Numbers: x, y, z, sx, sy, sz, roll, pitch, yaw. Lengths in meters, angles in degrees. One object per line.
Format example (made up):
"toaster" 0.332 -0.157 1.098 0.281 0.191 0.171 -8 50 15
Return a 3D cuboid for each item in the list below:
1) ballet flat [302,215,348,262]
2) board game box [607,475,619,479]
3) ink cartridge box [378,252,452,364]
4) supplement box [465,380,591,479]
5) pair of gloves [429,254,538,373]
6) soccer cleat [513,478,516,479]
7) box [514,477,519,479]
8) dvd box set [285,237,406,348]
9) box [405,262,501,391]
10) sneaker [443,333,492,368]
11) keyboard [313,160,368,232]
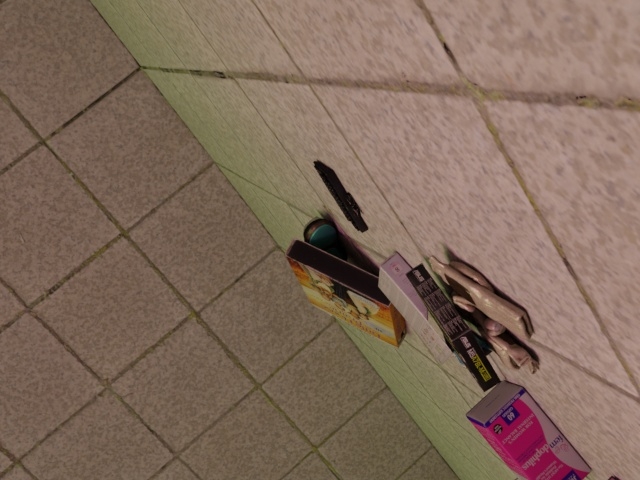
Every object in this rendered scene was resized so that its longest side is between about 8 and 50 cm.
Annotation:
"ballet flat" 0.000 0.000 1.960 0.096 0.095 0.280 55 175 29
"board game box" 0.534 0.539 1.332 0.170 0.141 0.048 53 170 -21
"ink cartridge box" 0.215 0.149 1.570 0.232 0.066 0.189 47 171 15
"supplement box" 0.418 0.408 1.473 0.220 0.111 0.114 50 171 -3
"pair of gloves" 0.277 0.131 1.230 0.204 0.042 0.240 44 171 37
"soccer cleat" 0.623 0.759 2.075 0.095 0.083 0.248 49 176 -8
"box" 0.519 0.574 1.613 0.170 0.130 0.091 47 171 20
"dvd box set" 0.080 0.154 1.986 0.308 0.062 0.420 26 164 18
"box" 0.242 0.158 1.328 0.184 0.045 0.190 56 -178 -40
"sneaker" 0.282 0.204 1.459 0.073 0.063 0.162 56 170 -12
"keyboard" 0.047 -0.087 1.551 0.108 0.023 0.180 39 167 52
